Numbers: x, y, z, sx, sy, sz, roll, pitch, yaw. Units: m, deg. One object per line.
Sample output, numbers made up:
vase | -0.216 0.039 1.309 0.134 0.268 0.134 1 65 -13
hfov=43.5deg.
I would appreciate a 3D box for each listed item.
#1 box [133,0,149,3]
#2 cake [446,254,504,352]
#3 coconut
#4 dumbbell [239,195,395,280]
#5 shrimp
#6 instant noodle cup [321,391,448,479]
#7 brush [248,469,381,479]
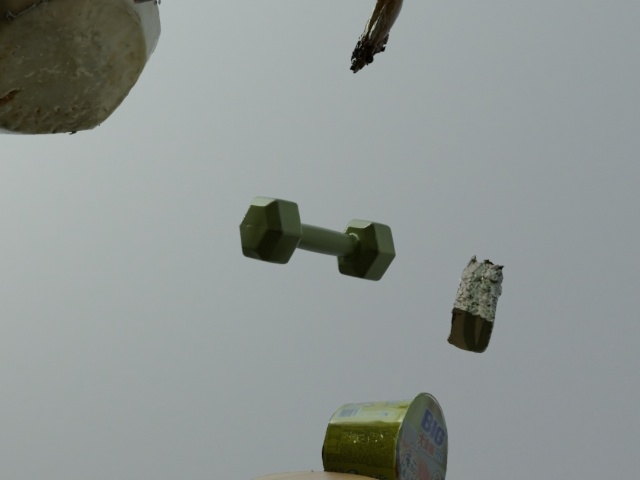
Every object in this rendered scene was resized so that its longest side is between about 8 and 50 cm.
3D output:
box | -0.100 -0.342 0.583 0.313 0.197 0.089 64 -22 13
cake | 0.181 0.059 0.917 0.051 0.140 0.055 13 -43 12
coconut | -0.355 -0.286 0.965 0.322 0.323 0.323 13 -70 38
dumbbell | 0.000 0.000 1.413 0.121 0.301 0.108 11 -91 50
shrimp | 0.094 -0.320 1.145 0.043 0.091 0.184 28 -89 5
instant noodle cup | 0.102 0.348 1.315 0.152 0.205 0.205 -3 -80 29
brush | -0.026 0.367 0.940 0.174 0.266 0.166 -2 -101 39
